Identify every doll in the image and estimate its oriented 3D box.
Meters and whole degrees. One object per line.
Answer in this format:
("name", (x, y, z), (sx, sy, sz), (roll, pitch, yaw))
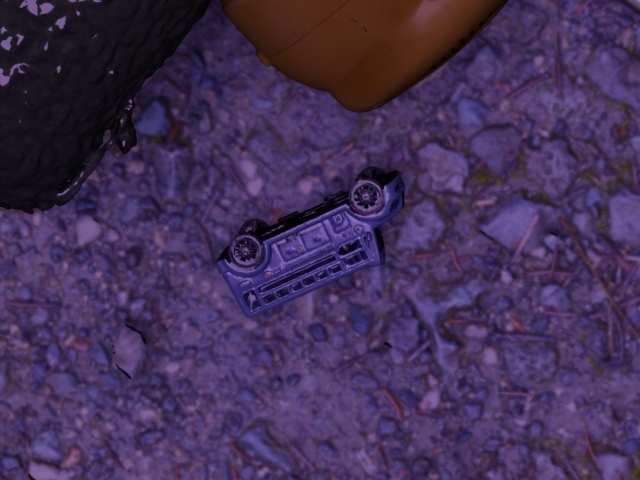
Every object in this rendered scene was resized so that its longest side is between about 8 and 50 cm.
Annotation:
("doll", (-0.194, -0.198, 1.170), (0.247, 0.247, 0.350), (26, 96, 1))

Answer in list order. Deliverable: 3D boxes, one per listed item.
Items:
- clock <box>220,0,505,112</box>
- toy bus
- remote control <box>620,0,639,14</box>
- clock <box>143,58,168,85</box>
("clock", (0.051, -0.211, 1.239), (0.200, 0.317, 0.244), (43, 98, -8))
("toy bus", (0.000, 0.000, 1.392), (0.167, 0.073, 0.076), (-24, 98, 11))
("remote control", (0.329, -0.192, 1.349), (0.230, 0.049, 0.090), (34, 96, 1))
("clock", (-0.220, -0.234, 1.312), (0.290, 0.080, 0.275), (-39, 114, -18))
